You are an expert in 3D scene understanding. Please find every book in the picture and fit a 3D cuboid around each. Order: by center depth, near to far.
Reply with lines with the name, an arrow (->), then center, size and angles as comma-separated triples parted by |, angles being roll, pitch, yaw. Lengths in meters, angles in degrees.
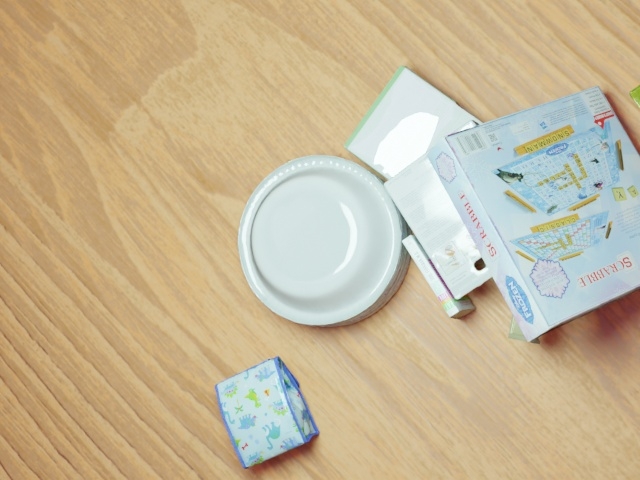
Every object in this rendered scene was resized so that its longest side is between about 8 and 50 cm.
book -> 0.190, 0.058, 1.738 | 0.035, 0.096, 0.144 | -35, 75, 15

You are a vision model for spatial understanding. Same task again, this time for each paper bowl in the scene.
paper bowl -> 0.000, 0.000, 1.780 | 0.284, 0.148, 0.284 | -2, 83, 17

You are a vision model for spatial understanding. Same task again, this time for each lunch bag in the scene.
lunch bag -> -0.094, 0.286, 1.807 | 0.128, 0.096, 0.151 | -26, 87, 14

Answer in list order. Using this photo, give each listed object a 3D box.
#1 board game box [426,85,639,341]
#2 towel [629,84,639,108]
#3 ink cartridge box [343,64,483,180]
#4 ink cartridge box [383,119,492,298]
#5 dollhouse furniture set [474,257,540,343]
board game box -> 0.366, -0.050, 1.612 | 0.318, 0.066, 0.318 | -19, 75, -27
towel -> 0.609, -0.265, 1.678 | 0.237, 0.021, 0.102 | -37, 74, 11
ink cartridge box -> 0.180, -0.157, 1.786 | 0.235, 0.056, 0.171 | 38, 97, 14
ink cartridge box -> 0.231, -0.049, 1.700 | 0.181, 0.056, 0.225 | -36, 80, 19
dollhouse furniture set -> 0.310, 0.064, 1.722 | 0.161, 0.101, 0.182 | 9, 88, 43
